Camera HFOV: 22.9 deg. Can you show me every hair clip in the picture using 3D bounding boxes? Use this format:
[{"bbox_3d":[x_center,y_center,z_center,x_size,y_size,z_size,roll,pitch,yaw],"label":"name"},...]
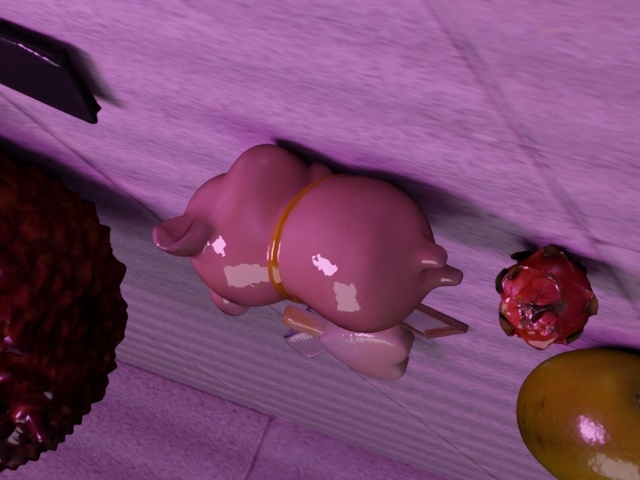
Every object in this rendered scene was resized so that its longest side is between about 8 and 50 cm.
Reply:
[{"bbox_3d":[0.029,0.115,1.959,0.159,0.071,0.218,32,161,-28],"label":"hair clip"}]

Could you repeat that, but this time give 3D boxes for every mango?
[{"bbox_3d":[0.286,0.185,1.573,0.185,0.149,0.273,26,173,-23],"label":"mango"}]

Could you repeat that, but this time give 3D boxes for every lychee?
[{"bbox_3d":[-0.427,0.091,1.849,0.500,0.424,0.424,31,176,43],"label":"lychee"}]

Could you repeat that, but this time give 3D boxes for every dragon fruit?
[{"bbox_3d":[0.186,0.049,1.323,0.081,0.086,0.116,-16,174,1],"label":"dragon fruit"}]

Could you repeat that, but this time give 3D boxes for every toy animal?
[{"bbox_3d":[0.001,0.003,1.338,0.248,0.149,0.165,4,145,27],"label":"toy animal"}]

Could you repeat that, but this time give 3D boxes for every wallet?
[{"bbox_3d":[-0.334,-0.183,1.398,0.285,0.030,0.146,22,171,9],"label":"wallet"}]

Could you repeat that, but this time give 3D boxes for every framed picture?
[{"bbox_3d":[0.058,0.064,1.797,0.201,0.010,0.136,26,169,-10],"label":"framed picture"}]
